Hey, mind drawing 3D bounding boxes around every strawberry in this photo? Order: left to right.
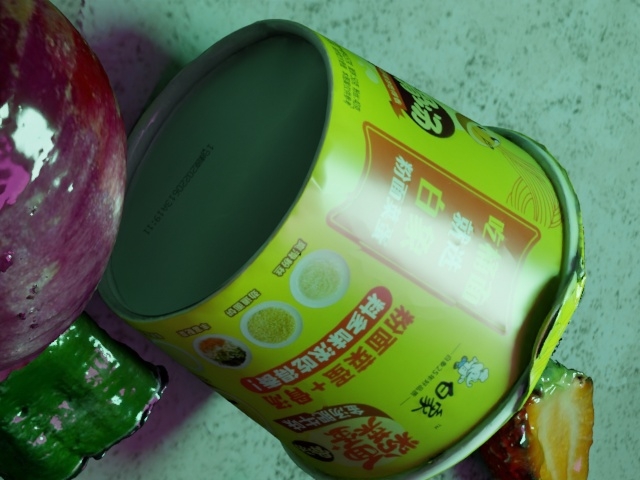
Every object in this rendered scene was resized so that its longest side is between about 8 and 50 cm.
[{"bbox_3d":[0.200,0.180,1.512,0.192,0.085,0.140,48,61,-48],"label":"strawberry"}]

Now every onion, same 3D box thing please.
[{"bbox_3d":[-0.229,-0.053,0.845,0.256,0.272,0.230,-10,150,-16],"label":"onion"}]

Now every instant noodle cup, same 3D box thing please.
[{"bbox_3d":[0.000,0.000,1.117,0.221,0.311,0.311,33,79,-36],"label":"instant noodle cup"}]

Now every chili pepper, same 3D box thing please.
[{"bbox_3d":[-0.231,0.057,1.025,0.270,0.136,0.099,48,32,-37],"label":"chili pepper"}]
